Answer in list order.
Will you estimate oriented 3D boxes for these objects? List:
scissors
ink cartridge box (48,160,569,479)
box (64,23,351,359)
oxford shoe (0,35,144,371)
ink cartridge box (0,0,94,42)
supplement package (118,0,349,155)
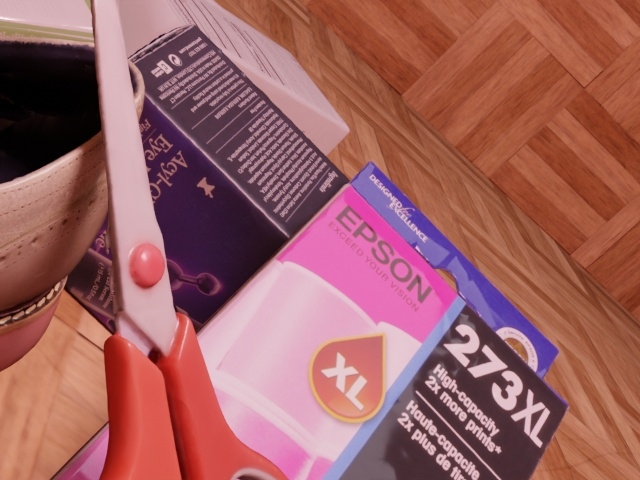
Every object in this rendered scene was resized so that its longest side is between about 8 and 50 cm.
[{"bbox_3d":[-0.065,0.029,0.364,0.109,0.021,0.297,-34,115,-47],"label":"scissors"},{"bbox_3d":[0.012,0.096,0.526,0.176,0.069,0.371,45,44,-2],"label":"ink cartridge box"},{"bbox_3d":[-0.073,-0.007,0.685,0.207,0.153,0.108,44,31,-4],"label":"box"},{"bbox_3d":[-0.221,-0.021,0.292,0.140,0.146,0.397,52,32,18],"label":"oxford shoe"},{"bbox_3d":[-0.300,-0.203,0.826,0.235,0.056,0.171,2,40,-34],"label":"ink cartridge box"},{"bbox_3d":[-0.114,-0.135,0.976,0.244,0.139,0.134,23,26,-52],"label":"supplement package"}]
